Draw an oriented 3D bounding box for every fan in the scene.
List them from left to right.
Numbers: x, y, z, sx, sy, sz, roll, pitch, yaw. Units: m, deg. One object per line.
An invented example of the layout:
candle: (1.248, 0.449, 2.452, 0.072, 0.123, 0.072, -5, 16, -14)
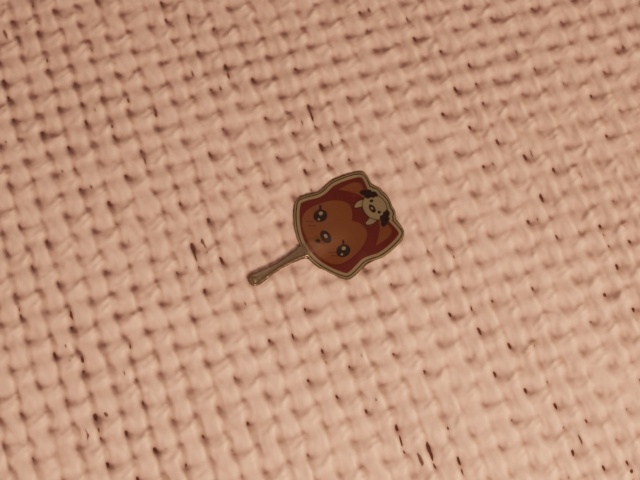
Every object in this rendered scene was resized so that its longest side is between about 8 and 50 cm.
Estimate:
fan: (0.000, 0.000, 1.323, 0.220, 0.009, 0.132, -32, 75, -11)
